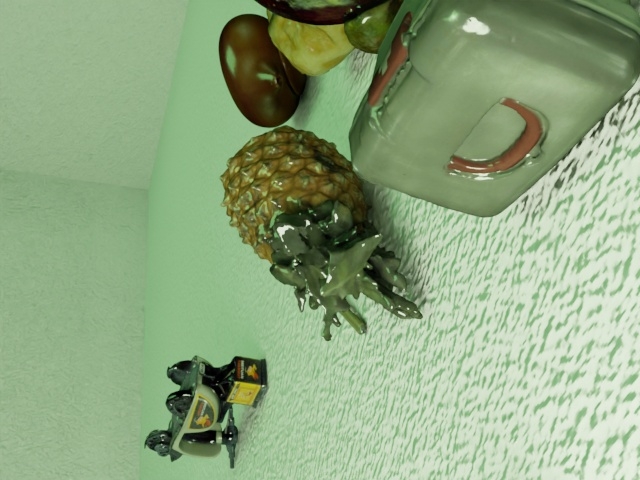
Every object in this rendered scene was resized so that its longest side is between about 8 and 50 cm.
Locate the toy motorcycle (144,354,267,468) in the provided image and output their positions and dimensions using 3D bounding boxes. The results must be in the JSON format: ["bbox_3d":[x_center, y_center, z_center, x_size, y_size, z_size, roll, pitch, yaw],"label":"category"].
[{"bbox_3d":[-0.191,0.285,1.447,0.091,0.157,0.263,-95,22,-45],"label":"toy motorcycle"}]

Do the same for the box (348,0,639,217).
[{"bbox_3d":[0.115,-0.120,0.612,0.210,0.148,0.129,125,160,-57],"label":"box"}]

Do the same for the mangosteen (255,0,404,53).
[{"bbox_3d":[0.033,-0.314,0.793,0.288,0.288,0.288,-172,90,-74],"label":"mangosteen"}]

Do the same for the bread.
[{"bbox_3d":[0.016,-0.309,1.062,0.268,0.130,0.152,127,138,-59],"label":"bread"}]

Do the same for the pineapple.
[{"bbox_3d":[0.000,0.000,0.942,0.340,0.169,0.169,-123,43,-55],"label":"pineapple"}]

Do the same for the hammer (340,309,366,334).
[{"bbox_3d":[0.008,0.068,1.052,0.195,0.060,0.028,-139,58,-66],"label":"hammer"}]

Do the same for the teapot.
[{"bbox_3d":[-0.072,-0.275,1.386,0.252,0.135,0.178,-75,-29,-63],"label":"teapot"}]
